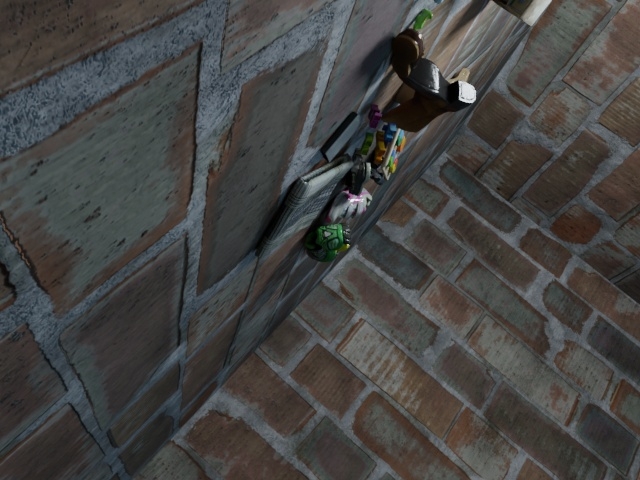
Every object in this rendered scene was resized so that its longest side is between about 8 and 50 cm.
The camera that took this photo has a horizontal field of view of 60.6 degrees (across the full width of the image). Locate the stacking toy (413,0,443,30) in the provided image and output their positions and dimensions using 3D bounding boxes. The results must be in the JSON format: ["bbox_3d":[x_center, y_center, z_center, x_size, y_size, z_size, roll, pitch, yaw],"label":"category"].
[{"bbox_3d":[0.298,-0.591,1.241,0.221,0.052,0.167,-49,171,-3],"label":"stacking toy"}]

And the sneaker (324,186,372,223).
[{"bbox_3d":[0.114,-0.135,2.076,0.252,0.111,0.103,-43,169,-36],"label":"sneaker"}]

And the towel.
[{"bbox_3d":[-0.038,-0.103,1.625,0.312,0.056,0.324,-56,170,34],"label":"towel"}]

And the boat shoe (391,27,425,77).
[{"bbox_3d":[0.216,-0.465,1.320,0.073,0.073,0.207,-51,179,0],"label":"boat shoe"}]

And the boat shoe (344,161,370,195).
[{"bbox_3d":[0.121,-0.217,1.922,0.228,0.068,0.081,116,-24,-73],"label":"boat shoe"}]

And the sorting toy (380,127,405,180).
[{"bbox_3d":[0.280,-0.335,2.067,0.208,0.038,0.193,43,66,-78],"label":"sorting toy"}]

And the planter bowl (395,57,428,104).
[{"bbox_3d":[0.329,-0.472,1.725,0.162,0.109,0.162,-49,172,-9],"label":"planter bowl"}]

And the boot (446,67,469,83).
[{"bbox_3d":[0.539,-0.597,2.322,0.248,0.090,0.207,-48,170,-35],"label":"boot"}]

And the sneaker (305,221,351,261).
[{"bbox_3d":[0.000,0.000,2.132,0.343,0.146,0.134,136,-47,-68],"label":"sneaker"}]

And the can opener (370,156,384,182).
[{"bbox_3d":[0.236,-0.281,2.197,0.095,0.076,0.283,-50,173,9],"label":"can opener"}]

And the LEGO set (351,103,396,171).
[{"bbox_3d":[0.160,-0.304,1.598,0.227,0.087,0.093,114,-18,-52],"label":"LEGO set"}]

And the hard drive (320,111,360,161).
[{"bbox_3d":[0.055,-0.276,1.462,0.135,0.022,0.094,-50,171,1],"label":"hard drive"}]

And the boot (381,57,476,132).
[{"bbox_3d":[0.268,-0.419,1.609,0.280,0.264,0.096,-15,-110,60],"label":"boot"}]

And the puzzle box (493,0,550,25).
[{"bbox_3d":[0.708,-0.875,1.660,0.409,0.052,0.272,-55,-156,27],"label":"puzzle box"}]
